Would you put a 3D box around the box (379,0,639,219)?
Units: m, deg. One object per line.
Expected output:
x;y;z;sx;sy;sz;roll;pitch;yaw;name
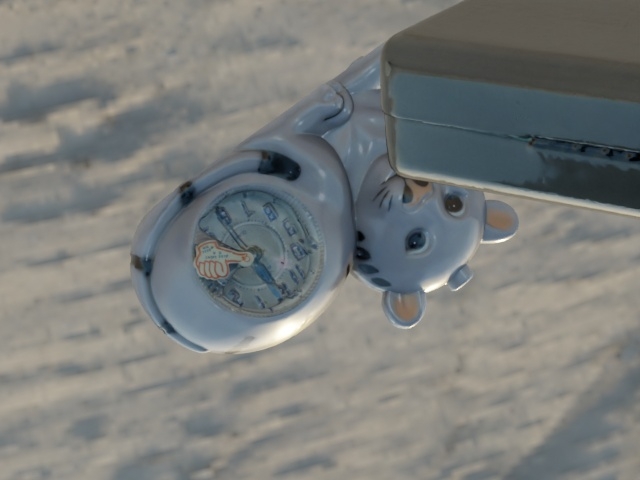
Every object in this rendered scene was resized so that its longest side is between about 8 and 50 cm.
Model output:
0.144;-0.040;0.648;0.243;0.055;0.103;11;-154;33;box

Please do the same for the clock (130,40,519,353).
0.000;0.000;0.921;0.176;0.117;0.080;-36;177;-18;clock
